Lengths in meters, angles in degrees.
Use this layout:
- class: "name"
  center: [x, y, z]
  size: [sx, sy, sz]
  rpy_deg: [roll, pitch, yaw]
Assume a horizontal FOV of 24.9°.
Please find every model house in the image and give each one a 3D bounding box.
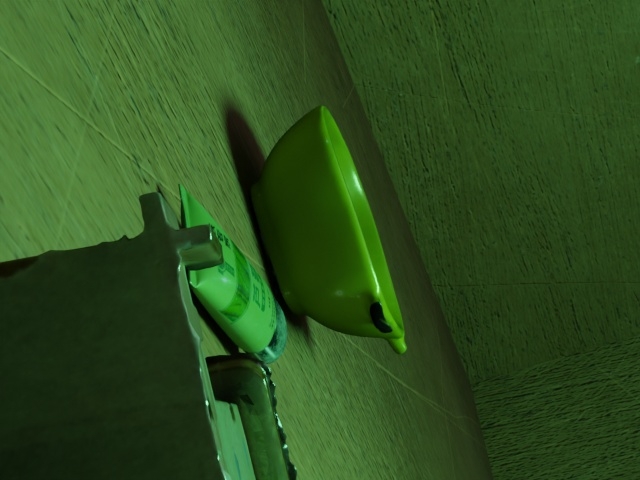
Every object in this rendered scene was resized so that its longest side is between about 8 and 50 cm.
- class: "model house"
  center: [-0.073, 0.166, 0.513]
  size: [0.244, 0.169, 0.326]
  rpy_deg: [68, 7, -83]

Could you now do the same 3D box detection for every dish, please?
- class: "dish"
  center: [0.000, 0.000, 1.517]
  size: [0.221, 0.108, 0.262]
  rpy_deg: [47, 25, -73]

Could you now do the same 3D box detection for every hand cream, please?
- class: "hand cream"
  center: [-0.071, 0.038, 1.159]
  size: [0.175, 0.046, 0.095]
  rpy_deg: [60, 18, -53]
